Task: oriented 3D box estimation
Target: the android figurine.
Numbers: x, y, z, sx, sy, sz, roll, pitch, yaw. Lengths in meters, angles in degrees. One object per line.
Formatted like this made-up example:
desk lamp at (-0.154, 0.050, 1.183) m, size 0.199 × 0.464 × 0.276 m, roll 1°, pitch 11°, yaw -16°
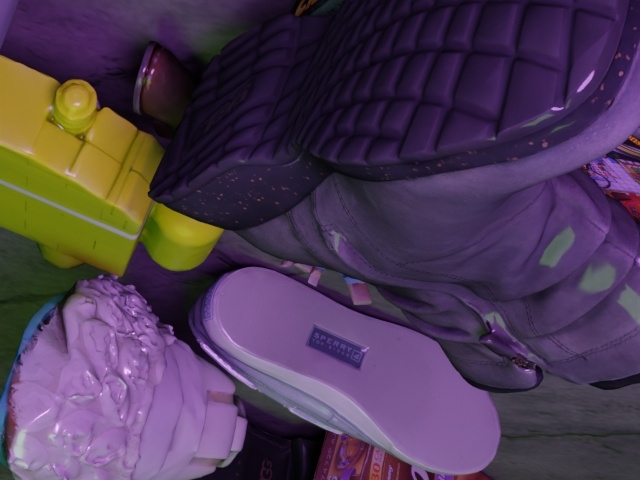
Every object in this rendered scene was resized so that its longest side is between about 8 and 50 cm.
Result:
android figurine at (-0.169, -0.048, 0.953) m, size 0.248 × 0.056 × 0.273 m, roll 23°, pitch 164°, yaw -3°

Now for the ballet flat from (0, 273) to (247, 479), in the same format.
ballet flat at (-0.113, 0.107, 1.167) m, size 0.147 × 0.147 × 0.409 m, roll 15°, pitch 175°, yaw 2°

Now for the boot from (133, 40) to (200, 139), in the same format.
boot at (-0.031, -0.062, 0.882) m, size 0.114 × 0.037 × 0.106 m, roll 16°, pitch 171°, yaw 9°

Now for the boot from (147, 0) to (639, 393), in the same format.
boot at (0.090, -0.021, 0.717) m, size 0.223 × 0.118 × 0.338 m, roll 31°, pitch 166°, yaw -20°

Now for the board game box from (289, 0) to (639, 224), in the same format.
board game box at (0.120, -0.051, 0.770) m, size 0.260 × 0.030 × 0.136 m, roll 32°, pitch 156°, yaw -17°

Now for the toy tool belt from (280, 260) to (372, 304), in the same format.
toy tool belt at (0.000, 0.000, 0.989) m, size 0.083 × 0.051 × 0.052 m, roll 26°, pitch 156°, yaw -23°

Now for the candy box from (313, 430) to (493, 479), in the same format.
candy box at (0.069, 0.213, 1.374) m, size 0.053 × 0.109 × 0.187 m, roll -5°, pitch 151°, yaw 42°

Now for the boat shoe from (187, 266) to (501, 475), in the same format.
boat shoe at (0.015, 0.086, 1.167) m, size 0.227 × 0.079 × 0.081 m, roll 30°, pitch 162°, yaw -17°

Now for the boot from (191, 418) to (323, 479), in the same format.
boot at (-0.099, 0.201, 1.491) m, size 0.263 × 0.091 × 0.229 m, roll 24°, pitch 159°, yaw -16°

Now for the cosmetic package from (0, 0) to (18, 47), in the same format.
cosmetic package at (-0.311, -0.103, 0.591) m, size 0.394 × 0.327 × 0.329 m, roll 21°, pitch 158°, yaw -10°
